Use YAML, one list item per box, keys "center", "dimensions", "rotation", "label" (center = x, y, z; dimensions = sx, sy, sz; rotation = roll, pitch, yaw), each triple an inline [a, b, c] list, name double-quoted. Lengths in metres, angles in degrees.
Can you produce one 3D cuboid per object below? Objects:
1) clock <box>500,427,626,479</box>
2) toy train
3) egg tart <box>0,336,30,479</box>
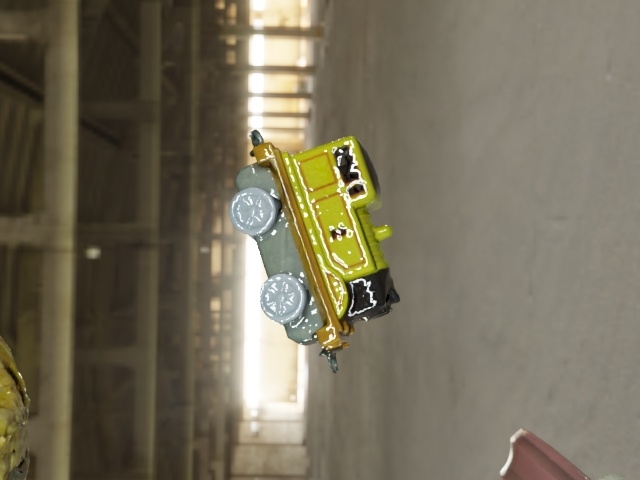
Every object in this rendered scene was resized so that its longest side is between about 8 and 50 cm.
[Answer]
- center: [0.205, 0.201, 0.743]
  dimensions: [0.056, 0.244, 0.244]
  rotation: [-45, 2, -1]
  label: "clock"
- center: [0.000, 0.000, 1.051]
  dimensions: [0.089, 0.127, 0.219]
  rotation: [42, -152, -79]
  label: "toy train"
- center: [-0.386, 0.145, 1.260]
  dimensions: [0.095, 0.279, 0.279]
  rotation: [-43, 11, 10]
  label: "egg tart"
